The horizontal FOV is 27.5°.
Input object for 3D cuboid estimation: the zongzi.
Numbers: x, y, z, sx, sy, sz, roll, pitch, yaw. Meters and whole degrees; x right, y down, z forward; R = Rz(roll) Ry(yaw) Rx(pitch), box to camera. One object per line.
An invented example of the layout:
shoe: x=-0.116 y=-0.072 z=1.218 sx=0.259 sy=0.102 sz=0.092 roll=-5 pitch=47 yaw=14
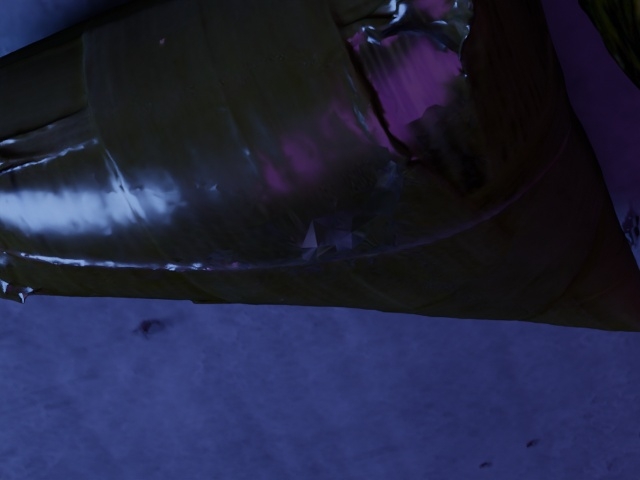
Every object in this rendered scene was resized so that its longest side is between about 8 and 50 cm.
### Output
zongzi: x=0.000 y=0.000 z=0.619 sx=0.274 sy=0.145 sz=0.300 roll=-19 pitch=135 yaw=16

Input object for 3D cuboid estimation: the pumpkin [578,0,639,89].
pumpkin: x=0.204 y=-0.158 z=0.395 sx=0.192 sy=0.320 sz=0.320 roll=10 pitch=129 yaw=-28
